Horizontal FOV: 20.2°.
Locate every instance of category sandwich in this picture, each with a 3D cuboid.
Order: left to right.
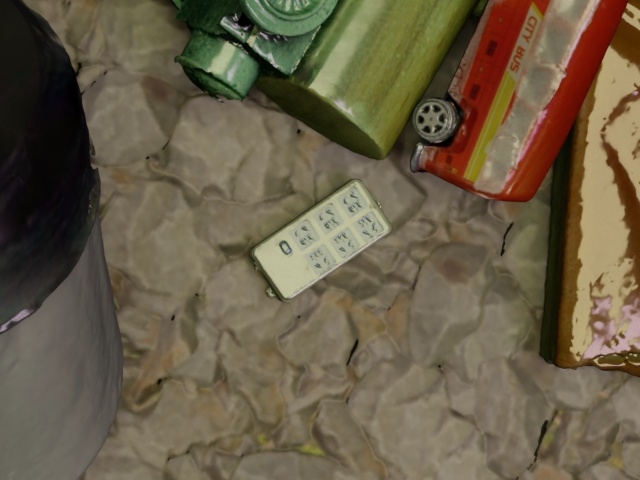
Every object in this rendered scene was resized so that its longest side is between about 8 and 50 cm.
[{"bbox_3d":[0.198,-0.013,1.104,0.245,0.063,0.212,40,82,-5],"label":"sandwich"}]

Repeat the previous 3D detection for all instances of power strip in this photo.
[{"bbox_3d":[0.000,0.000,1.088,0.090,0.016,0.040,-35,94,-11],"label":"power strip"}]

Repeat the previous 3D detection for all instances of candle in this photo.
[{"bbox_3d":[-0.214,0.027,0.922,0.221,0.342,0.221,0,53,0],"label":"candle"}]

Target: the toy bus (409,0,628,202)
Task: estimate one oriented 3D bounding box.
[{"bbox_3d":[0.122,-0.106,1.056,0.077,0.079,0.174,30,102,22],"label":"toy bus"}]

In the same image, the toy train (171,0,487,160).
[{"bbox_3d":[0.032,-0.199,1.070,0.189,0.126,0.307,37,79,-39],"label":"toy train"}]
